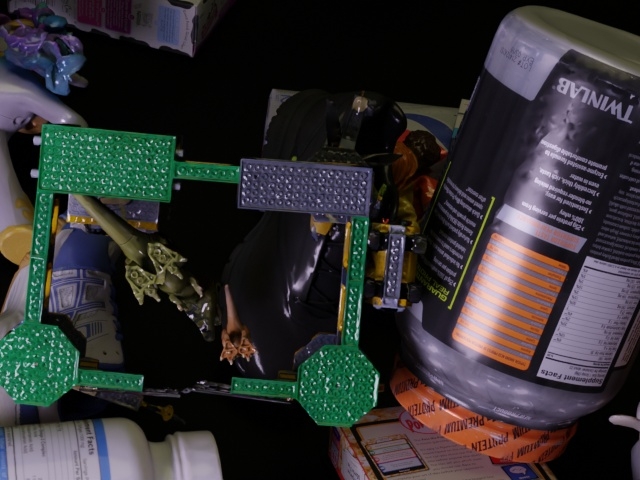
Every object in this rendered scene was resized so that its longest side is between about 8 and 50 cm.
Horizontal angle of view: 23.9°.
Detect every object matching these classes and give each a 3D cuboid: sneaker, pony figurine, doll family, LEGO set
[{"bbox_3d":[0.000,0.000,1.273,0.109,0.286,0.130,18,-15,-37],"label":"sneaker"},{"bbox_3d":[-0.373,-0.172,1.463,0.351,0.303,0.363,30,25,-25],"label":"pony figurine"},{"bbox_3d":[0.101,0.004,1.350,0.118,0.163,0.263,-19,44,-29],"label":"doll family"},{"bbox_3d":[-0.093,0.018,1.170,0.331,0.254,0.192,-3,5,-3],"label":"LEGO set"},{"bbox_3d":[-0.211,0.085,1.258,0.131,0.112,0.296,25,44,2],"label":"sneaker"}]

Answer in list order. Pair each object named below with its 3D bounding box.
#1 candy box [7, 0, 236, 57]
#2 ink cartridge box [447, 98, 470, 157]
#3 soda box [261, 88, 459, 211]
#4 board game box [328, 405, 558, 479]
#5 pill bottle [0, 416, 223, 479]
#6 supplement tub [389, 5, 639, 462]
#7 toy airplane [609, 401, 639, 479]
[{"bbox_3d":[-0.230,-0.304,1.787,0.233,0.071,0.159,14,37,10],"label":"candy box"},{"bbox_3d":[0.153,-0.108,1.460,0.048,0.028,0.083,13,41,5],"label":"ink cartridge box"},{"bbox_3d":[0.084,-0.076,1.512,0.286,0.098,0.091,7,37,-2],"label":"soda box"},{"bbox_3d":[0.103,0.193,1.168,0.147,0.045,0.193,-5,27,-15],"label":"board game box"},{"bbox_3d":[-0.185,0.191,1.084,0.222,0.124,0.124,-2,37,-14],"label":"pill bottle"},{"bbox_3d":[0.175,-0.002,1.157,0.194,0.316,0.193,19,19,-7],"label":"supplement tub"},{"bbox_3d":[0.427,0.152,1.135,0.386,0.384,0.272,26,0,11],"label":"toy airplane"}]
